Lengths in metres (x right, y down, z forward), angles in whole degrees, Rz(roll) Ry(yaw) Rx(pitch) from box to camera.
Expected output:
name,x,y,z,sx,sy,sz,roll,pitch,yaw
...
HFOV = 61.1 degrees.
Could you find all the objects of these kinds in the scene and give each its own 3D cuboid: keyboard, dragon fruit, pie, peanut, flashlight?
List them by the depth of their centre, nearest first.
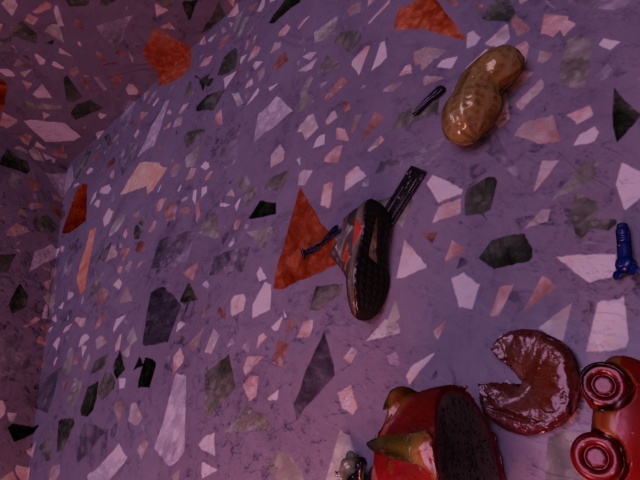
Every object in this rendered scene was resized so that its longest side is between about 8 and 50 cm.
name,x,y,z,sx,sy,sz,roll,pitch,yaw
dragon fruit,0.202,0.442,1.075,0.226,0.306,0.305,-22,55,36
flashlight,0.623,0.021,1.109,0.057,0.036,0.121,-35,39,56
pie,0.427,0.289,1.121,0.205,0.054,0.218,-5,65,40
peanut,0.429,-0.391,1.440,0.147,0.147,0.305,19,76,45
keyboard,0.227,-0.118,1.548,0.061,0.013,0.204,32,90,46

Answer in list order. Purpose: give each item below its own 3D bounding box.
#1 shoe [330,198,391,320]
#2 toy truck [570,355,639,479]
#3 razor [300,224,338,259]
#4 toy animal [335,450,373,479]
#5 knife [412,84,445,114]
name,x,y,z,sx,sy,sz,roll,pitch,yaw
shoe,0.090,0.057,1.500,0.171,0.132,0.336,-16,60,47
toy truck,0.556,0.331,0.898,0.239,0.189,0.264,2,70,32
razor,0.002,0.002,1.670,0.155,0.028,0.044,-39,47,21
toy animal,0.109,0.572,1.229,0.121,0.094,0.225,-56,44,16
knife,0.323,-0.417,1.623,0.121,0.018,0.031,-44,44,17
